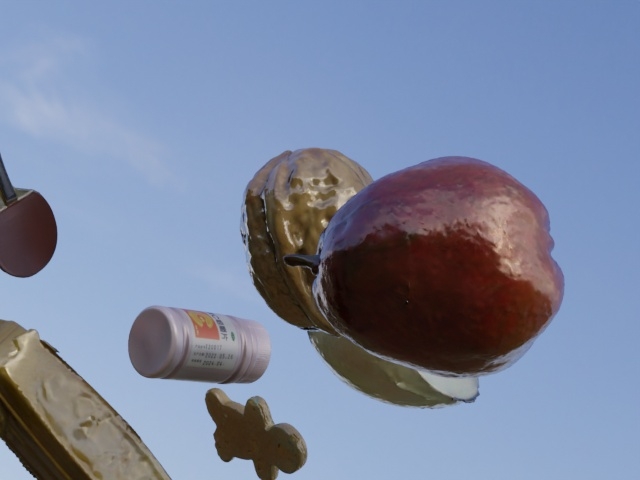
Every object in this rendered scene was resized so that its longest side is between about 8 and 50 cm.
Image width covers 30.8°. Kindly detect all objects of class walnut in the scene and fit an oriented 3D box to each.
[{"bbox_3d":[0.000,0.000,1.423,0.198,0.245,0.198,-12,-13,-3],"label":"walnut"}]

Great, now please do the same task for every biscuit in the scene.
[{"bbox_3d":[-0.105,0.329,1.939,0.234,0.030,0.153,4,-70,47],"label":"biscuit"}]

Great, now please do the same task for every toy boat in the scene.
[{"bbox_3d":[-0.244,0.210,1.151,0.115,0.089,0.310,-16,-60,48],"label":"toy boat"}]

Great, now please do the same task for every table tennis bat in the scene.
[{"bbox_3d":[-0.354,-0.030,1.345,0.014,0.095,0.158,11,-53,40],"label":"table tennis bat"}]

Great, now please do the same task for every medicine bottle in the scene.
[{"bbox_3d":[-0.218,0.195,2.123,0.133,0.133,0.250,-8,-15,41],"label":"medicine bottle"}]

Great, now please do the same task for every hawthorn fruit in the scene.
[{"bbox_3d":[0.096,0.028,1.129,0.261,0.224,0.224,-4,-30,-7],"label":"hawthorn fruit"}]

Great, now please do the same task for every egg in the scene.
[{"bbox_3d":[0.082,0.114,1.694,0.201,0.337,0.337,-30,-54,25],"label":"egg"}]
